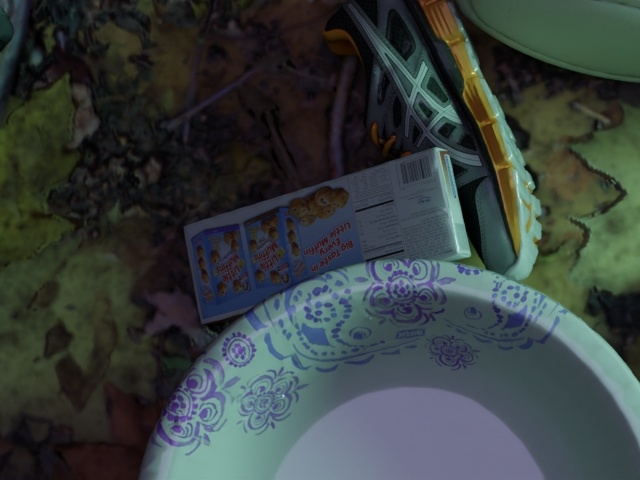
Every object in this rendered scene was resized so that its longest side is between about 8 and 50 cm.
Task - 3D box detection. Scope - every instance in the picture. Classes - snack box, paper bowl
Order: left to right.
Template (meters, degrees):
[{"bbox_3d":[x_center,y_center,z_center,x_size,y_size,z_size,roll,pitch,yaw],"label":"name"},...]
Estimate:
[{"bbox_3d":[0.000,0.000,0.865,0.178,0.022,0.064,-16,80,27],"label":"snack box"},{"bbox_3d":[0.050,0.160,0.797,0.284,0.148,0.284,-1,77,6],"label":"paper bowl"}]

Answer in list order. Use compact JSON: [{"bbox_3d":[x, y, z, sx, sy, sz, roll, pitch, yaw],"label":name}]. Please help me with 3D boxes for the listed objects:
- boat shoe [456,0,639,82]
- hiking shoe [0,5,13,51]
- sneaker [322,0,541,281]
[{"bbox_3d":[0.234,-0.145,0.865,0.305,0.109,0.091,11,75,2],"label":"boat shoe"},{"bbox_3d":[-0.248,-0.042,0.921,0.114,0.086,0.227,36,89,-1],"label":"hiking shoe"},{"bbox_3d":[0.071,-0.067,0.884,0.083,0.084,0.215,-25,69,9],"label":"sneaker"}]
